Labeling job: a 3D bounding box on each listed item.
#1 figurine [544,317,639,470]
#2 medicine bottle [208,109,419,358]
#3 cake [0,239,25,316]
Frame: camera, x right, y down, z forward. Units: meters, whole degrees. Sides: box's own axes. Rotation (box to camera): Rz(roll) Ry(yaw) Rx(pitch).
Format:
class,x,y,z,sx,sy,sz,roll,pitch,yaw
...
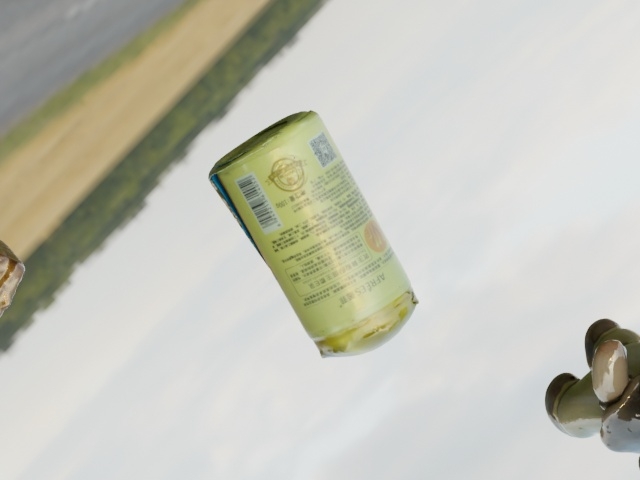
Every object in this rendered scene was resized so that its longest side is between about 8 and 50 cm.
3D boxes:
class,x,y,z,sx,sy,sz,roll,pitch,yaw
figurine,0.368,0.187,1.785,0.248,0.203,0.380,-29,-150,-22
medicine bottle,0.000,0.000,1.812,0.124,0.239,0.124,-29,-171,5
cake,-0.380,0.099,1.475,0.199,0.196,0.293,20,-91,64
